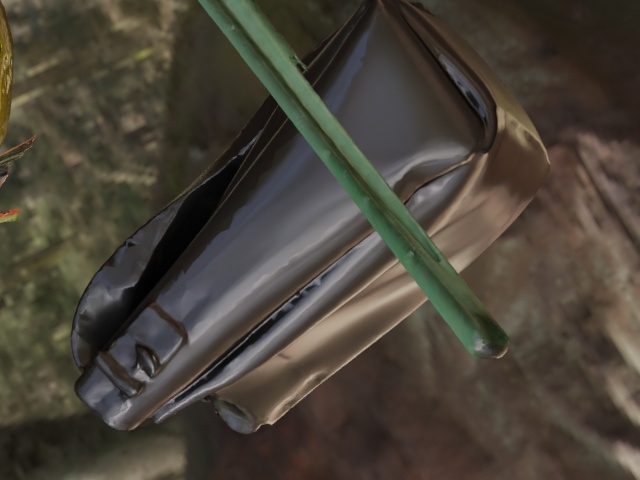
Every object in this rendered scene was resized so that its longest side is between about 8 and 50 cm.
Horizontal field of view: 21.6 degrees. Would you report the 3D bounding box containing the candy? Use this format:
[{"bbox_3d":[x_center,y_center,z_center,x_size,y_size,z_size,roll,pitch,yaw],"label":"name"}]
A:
[{"bbox_3d":[-0.015,-0.046,0.356,0.202,0.061,0.061,54,162,38],"label":"candy"}]

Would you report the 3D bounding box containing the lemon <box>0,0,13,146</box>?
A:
[{"bbox_3d":[-0.309,-0.105,0.982,0.219,0.240,0.240,30,144,55],"label":"lemon"}]

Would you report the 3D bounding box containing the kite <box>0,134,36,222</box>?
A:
[{"bbox_3d":[-0.307,-0.020,1.414,0.010,0.190,0.159,46,-164,22],"label":"kite"}]

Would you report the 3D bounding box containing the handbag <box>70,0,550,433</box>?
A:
[{"bbox_3d":[0.000,0.000,0.883,0.113,0.257,0.285,44,-173,11],"label":"handbag"}]
